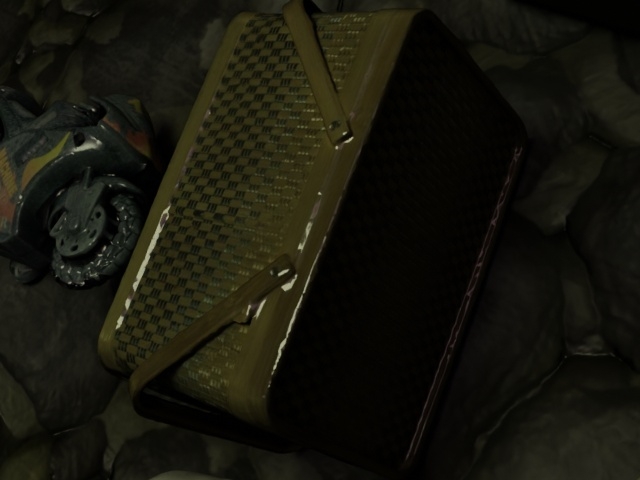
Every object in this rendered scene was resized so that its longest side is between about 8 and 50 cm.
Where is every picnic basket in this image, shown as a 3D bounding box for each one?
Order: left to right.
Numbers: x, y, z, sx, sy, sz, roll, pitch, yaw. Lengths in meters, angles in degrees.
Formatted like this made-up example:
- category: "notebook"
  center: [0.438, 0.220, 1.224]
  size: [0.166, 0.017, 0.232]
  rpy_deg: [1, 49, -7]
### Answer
- category: "picnic basket"
  center: [0.000, 0.000, 0.562]
  size: [0.139, 0.165, 0.267]
  rpy_deg: [11, 74, 40]

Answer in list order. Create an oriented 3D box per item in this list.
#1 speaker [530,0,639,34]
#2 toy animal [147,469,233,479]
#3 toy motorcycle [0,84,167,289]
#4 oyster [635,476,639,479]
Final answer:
- category: "speaker"
  center: [0.203, -0.232, 0.543]
  size: [0.230, 0.153, 0.193]
  rpy_deg: [31, 88, 41]
- category: "toy animal"
  center: [-0.062, 0.271, 0.441]
  size: [0.265, 0.271, 0.206]
  rpy_deg: [-42, 24, 27]
- category: "toy motorcycle"
  center: [-0.232, -0.056, 0.799]
  size: [0.307, 0.108, 0.173]
  rpy_deg: [17, 70, 40]
- category: "oyster"
  center: [0.286, 0.083, 0.380]
  size: [0.396, 0.111, 0.204]
  rpy_deg: [-48, 67, 5]
